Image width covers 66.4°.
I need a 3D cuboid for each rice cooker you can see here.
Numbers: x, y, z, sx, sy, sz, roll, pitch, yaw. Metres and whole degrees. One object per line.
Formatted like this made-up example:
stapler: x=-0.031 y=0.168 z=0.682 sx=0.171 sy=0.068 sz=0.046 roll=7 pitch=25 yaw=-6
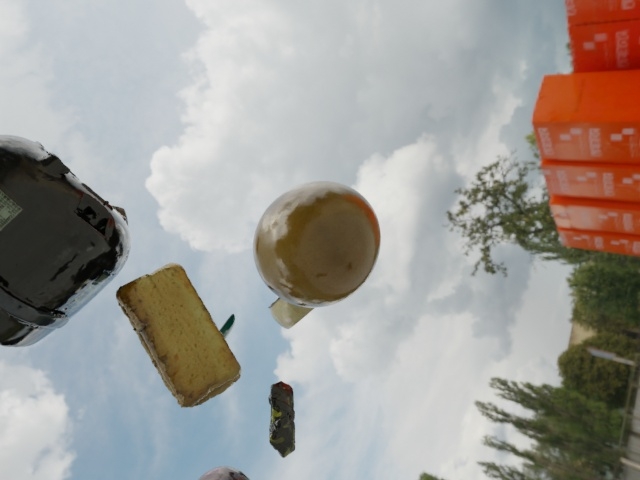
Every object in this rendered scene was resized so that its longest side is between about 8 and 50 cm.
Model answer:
rice cooker: x=-0.403 y=-0.003 z=0.665 sx=0.224 sy=0.267 sz=0.267 roll=-47 pitch=-44 yaw=-13

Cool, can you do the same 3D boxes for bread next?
bread: x=-0.208 y=0.139 z=0.726 sx=0.114 sy=0.083 sz=0.211 roll=-26 pitch=-102 yaw=-32

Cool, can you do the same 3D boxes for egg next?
egg: x=0.000 y=0.000 z=1.014 sx=0.322 sy=0.250 sz=0.250 roll=-47 pitch=-45 yaw=-58

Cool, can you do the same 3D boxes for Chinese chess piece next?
Chinese chess piece: x=-0.052 y=0.182 z=1.632 sx=0.104 sy=0.257 sz=0.257 roll=49 pitch=-133 yaw=4

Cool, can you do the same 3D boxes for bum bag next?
bum bag: x=-0.120 y=0.550 z=1.519 sx=0.107 sy=0.060 sz=0.232 roll=32 pitch=-141 yaw=-40

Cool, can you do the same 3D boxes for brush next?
brush: x=-0.265 y=0.244 z=1.297 sx=0.193 sy=0.032 sz=0.043 roll=-71 pitch=-22 yaw=-72

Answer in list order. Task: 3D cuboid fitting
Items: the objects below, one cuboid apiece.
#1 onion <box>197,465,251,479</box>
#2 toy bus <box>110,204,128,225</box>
onion: x=-0.259 y=0.660 z=1.116 sx=0.273 sy=0.285 sz=0.273 roll=2 pitch=-90 yaw=-76
toy bus: x=-0.606 y=-0.002 z=1.331 sx=0.109 sy=0.262 sz=0.091 roll=0 pitch=-118 yaw=-41
